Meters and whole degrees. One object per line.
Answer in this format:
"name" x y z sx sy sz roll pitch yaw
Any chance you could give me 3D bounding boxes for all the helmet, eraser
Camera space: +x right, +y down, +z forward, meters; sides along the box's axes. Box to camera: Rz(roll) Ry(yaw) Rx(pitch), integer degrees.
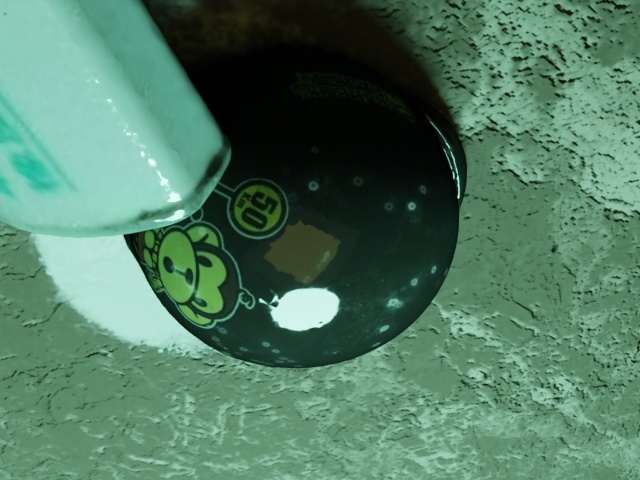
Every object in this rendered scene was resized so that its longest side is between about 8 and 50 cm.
"helmet" 0.000 0.000 0.701 0.278 0.160 0.231 11 119 -24
"eraser" -0.191 -0.133 0.538 0.189 0.104 0.290 4 140 36
